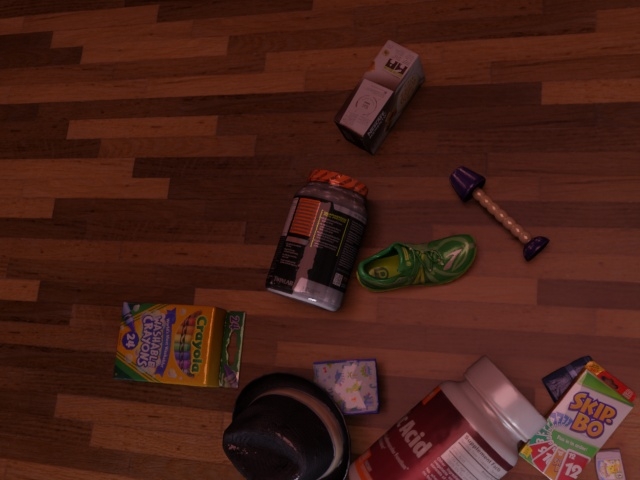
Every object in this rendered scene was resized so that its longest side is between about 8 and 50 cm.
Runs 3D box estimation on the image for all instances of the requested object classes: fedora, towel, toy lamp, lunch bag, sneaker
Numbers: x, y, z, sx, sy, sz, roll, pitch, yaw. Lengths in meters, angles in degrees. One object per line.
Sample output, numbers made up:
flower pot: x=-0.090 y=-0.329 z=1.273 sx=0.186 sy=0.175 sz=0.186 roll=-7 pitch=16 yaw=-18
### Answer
fedora: x=-0.102 y=0.461 z=1.536 sx=0.334 sy=0.153 sz=0.333 roll=2 pitch=94 yaw=30
towel: x=0.556 y=0.307 z=1.491 sx=0.119 sy=0.029 sz=0.067 roll=-30 pitch=69 yaw=8
toy lamp: x=0.416 y=-0.070 z=1.603 sx=0.080 sy=0.080 sz=0.274 roll=-42 pitch=71 yaw=3
lunch bag: x=0.066 y=0.346 z=1.593 sx=0.151 sy=0.096 sz=0.128 roll=-10 pitch=74 yaw=25
sneaker: x=0.226 y=0.056 z=1.602 sx=0.296 sy=0.123 sz=0.109 roll=-17 pitch=72 yaw=11

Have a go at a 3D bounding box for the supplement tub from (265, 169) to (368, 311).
supplement tub: x=0.000 y=0.000 z=1.647 sx=0.194 sy=0.193 sz=0.315 roll=16 pitch=82 yaw=20

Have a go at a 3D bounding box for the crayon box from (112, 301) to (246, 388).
crayon box: x=-0.366 y=0.269 z=1.748 sx=0.323 sy=0.083 sz=0.203 roll=1 pitch=77 yaw=16

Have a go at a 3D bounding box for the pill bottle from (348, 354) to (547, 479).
pill bottle: x=0.271 y=0.443 z=1.438 sx=0.392 sy=0.224 sz=0.224 roll=-43 pitch=69 yaw=3

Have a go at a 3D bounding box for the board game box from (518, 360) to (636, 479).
board game box: x=0.554 y=0.395 z=1.450 sx=0.124 sy=0.039 sz=0.259 roll=38 pitch=89 yaw=9

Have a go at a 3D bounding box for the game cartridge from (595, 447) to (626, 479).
game cartridge: x=0.615 y=0.487 z=1.436 sx=0.056 sy=0.017 sz=0.083 roll=-11 pitch=73 yaw=18

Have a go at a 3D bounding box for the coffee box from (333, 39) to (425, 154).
coffee box: x=0.152 y=-0.360 z=1.719 sx=0.098 sy=0.141 sz=0.246 roll=34 pitch=87 yaw=21
